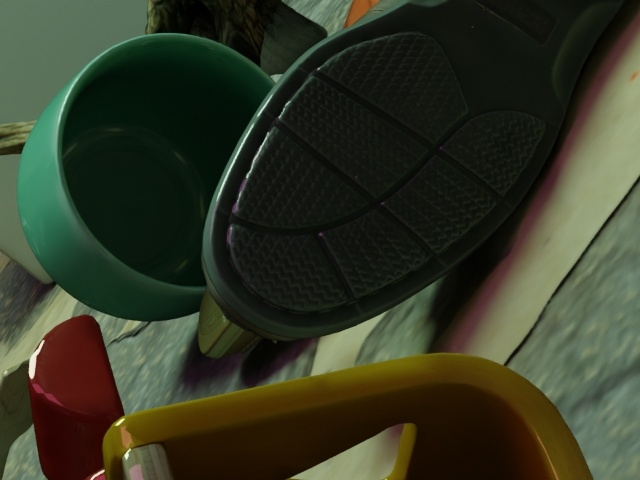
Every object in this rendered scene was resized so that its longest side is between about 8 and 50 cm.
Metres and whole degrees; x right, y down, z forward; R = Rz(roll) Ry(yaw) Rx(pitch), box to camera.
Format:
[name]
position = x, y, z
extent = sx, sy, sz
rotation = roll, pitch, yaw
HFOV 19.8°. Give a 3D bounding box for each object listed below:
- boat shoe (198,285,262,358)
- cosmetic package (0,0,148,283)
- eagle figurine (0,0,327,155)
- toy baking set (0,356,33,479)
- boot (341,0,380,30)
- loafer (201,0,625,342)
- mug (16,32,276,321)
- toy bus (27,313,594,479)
[boat shoe]
position = 0.000, -0.002, 0.789
extent = 0.153, 0.048, 0.056
rotation = -53, 26, 23
[cosmetic package]
position = -0.246, -0.228, 1.434
extent = 0.329, 0.327, 0.394
rotation = -51, 17, 5
[eagle figurine]
position = -0.071, -0.194, 0.979
extent = 0.225, 0.226, 0.298
rotation = 10, 103, 56
[toy baking set]
position = -0.194, 0.171, 0.792
extent = 0.256, 0.030, 0.197
rotation = -45, -23, -26
[boot]
position = 0.038, -0.126, 0.914
extent = 0.085, 0.059, 0.158
rotation = -51, 16, 22
[loafer]
position = 0.047, -0.058, 0.707
extent = 0.267, 0.096, 0.084
rotation = -51, 1, -22
[mug]
position = -0.070, -0.023, 0.898
extent = 0.097, 0.157, 0.129
rotation = -29, 52, 60
[toy bus]
position = 0.008, 0.112, 0.390
extent = 0.104, 0.191, 0.202
rotation = -11, 11, -12
